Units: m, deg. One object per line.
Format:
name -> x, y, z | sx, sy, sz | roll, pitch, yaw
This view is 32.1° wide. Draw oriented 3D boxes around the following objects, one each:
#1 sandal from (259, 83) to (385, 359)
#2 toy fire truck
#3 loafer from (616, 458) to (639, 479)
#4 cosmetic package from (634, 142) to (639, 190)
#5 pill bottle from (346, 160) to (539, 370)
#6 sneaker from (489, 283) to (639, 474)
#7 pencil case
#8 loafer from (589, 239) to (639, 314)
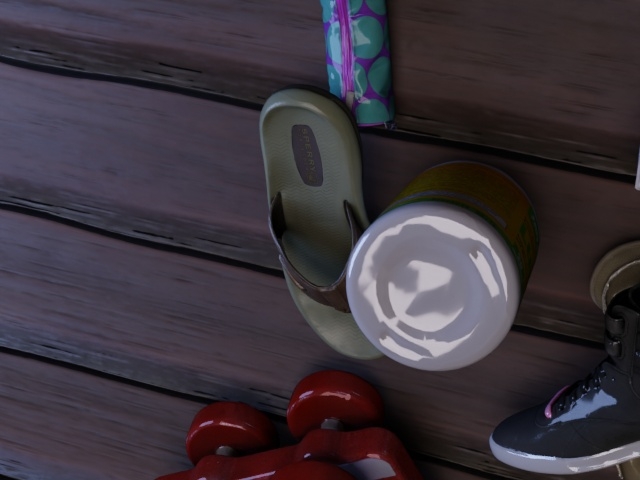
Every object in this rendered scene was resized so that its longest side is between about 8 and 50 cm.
sandal -> -0.002, -0.001, 1.055 | 0.120, 0.086, 0.302 | -4, 125, 22
toy fire truck -> -0.018, 0.295, 1.144 | 0.302, 0.169, 0.253 | -19, 118, 22
loafer -> 0.315, 0.218, 1.067 | 0.056, 0.050, 0.148 | -26, 97, 22
cosmetic package -> 0.392, -0.068, 0.936 | 0.239, 0.099, 0.060 | 7, 105, 15
pill bottle -> 0.117, 0.007, 0.960 | 0.136, 0.246, 0.136 | 5, 107, 15
sneaker -> 0.259, 0.113, 0.973 | 0.296, 0.104, 0.146 | -18, 103, 39
pencil case -> 0.033, -0.176, 1.029 | 0.065, 0.070, 0.151 | -1, 104, 22
loafer -> 0.372, 0.073, 0.985 | 0.269, 0.092, 0.101 | 17, 110, 12
